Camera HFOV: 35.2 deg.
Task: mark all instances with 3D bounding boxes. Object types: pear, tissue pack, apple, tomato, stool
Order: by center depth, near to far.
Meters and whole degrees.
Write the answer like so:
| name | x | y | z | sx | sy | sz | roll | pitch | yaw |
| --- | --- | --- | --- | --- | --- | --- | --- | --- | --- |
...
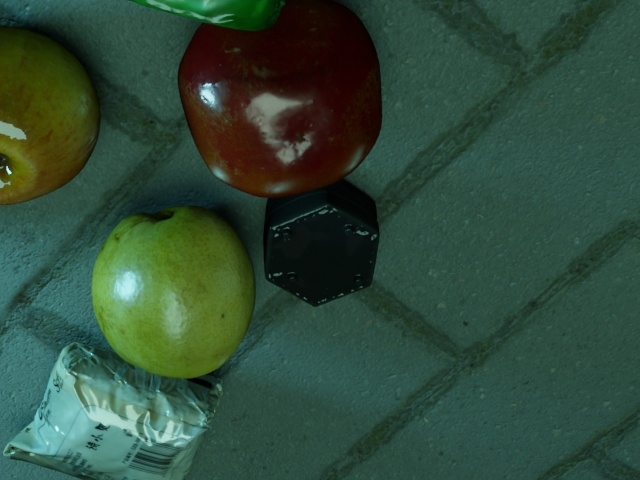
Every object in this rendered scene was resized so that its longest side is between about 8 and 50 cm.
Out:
| name | x | y | z | sx | sy | sz | roll | pitch | yaw |
| --- | --- | --- | --- | --- | --- | --- | --- | --- | --- |
| tomato | -0.063 | -0.233 | 1.628 | 0.325 | 0.289 | 0.293 | -5 | 120 | -8 |
| apple | -0.506 | -0.195 | 1.642 | 0.299 | 0.275 | 0.298 | -3 | 129 | -4 |
| pear | -0.264 | 0.091 | 1.825 | 0.315 | 0.314 | 0.314 | -2 | 123 | -2 |
| stool | 0.000 | 0.000 | 1.870 | 0.232 | 0.141 | 0.232 | -2 | 124 | -2 |
| tissue pack | -0.415 | 0.395 | 2.075 | 0.390 | 0.195 | 0.375 | 22 | 126 | -16 |

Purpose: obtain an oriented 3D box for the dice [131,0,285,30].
| name | x | y | z | sx | sy | sz | roll | pitch | yaw |
| --- | --- | --- | --- | --- | --- | --- | --- | --- | --- |
| dice | -0.163 | -0.477 | 1.431 | 0.300 | 0.287 | 0.297 | 15 | 107 | -1 |
